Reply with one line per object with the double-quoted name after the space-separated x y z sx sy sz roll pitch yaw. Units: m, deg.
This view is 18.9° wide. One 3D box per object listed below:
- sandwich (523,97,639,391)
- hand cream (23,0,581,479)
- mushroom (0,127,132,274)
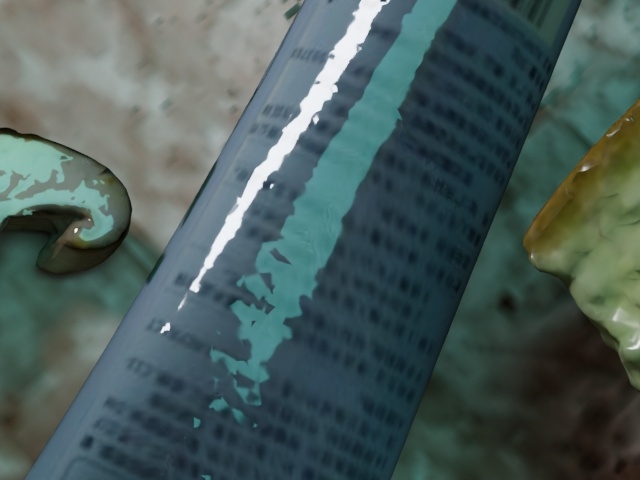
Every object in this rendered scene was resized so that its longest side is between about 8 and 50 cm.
0.145 -0.012 0.449 0.122 0.128 0.236 47 23 6 "sandwich"
0.000 0.000 0.432 0.088 0.055 0.256 27 76 -8 "hand cream"
-0.093 -0.001 0.435 0.101 0.019 0.049 -7 71 -14 "mushroom"
